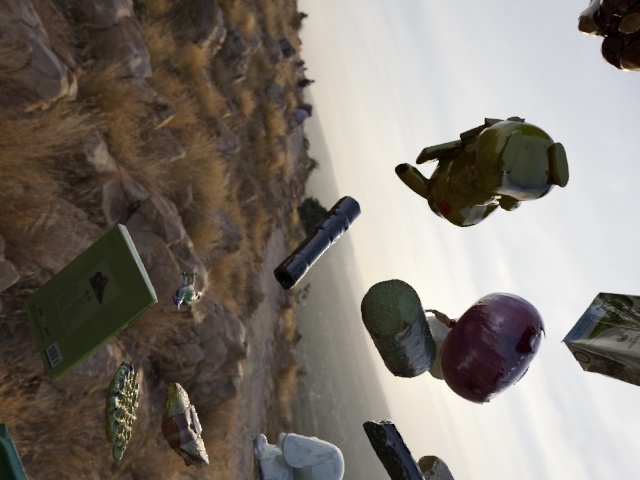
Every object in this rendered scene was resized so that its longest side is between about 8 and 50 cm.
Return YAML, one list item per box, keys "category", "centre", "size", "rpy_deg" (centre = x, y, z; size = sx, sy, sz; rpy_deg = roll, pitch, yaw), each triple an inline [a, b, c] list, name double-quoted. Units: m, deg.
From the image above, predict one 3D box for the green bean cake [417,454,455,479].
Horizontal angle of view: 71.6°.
- category: "green bean cake"
  centre: [0.331, 0.713, 1.248]
  size: [0.109, 0.085, 0.179]
  rpy_deg: [-21, 86, -49]

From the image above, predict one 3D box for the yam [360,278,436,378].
- category: "yam"
  centre: [0.210, 0.240, 1.161]
  size: [0.161, 0.161, 0.268]
  rpy_deg: [-102, 169, -48]

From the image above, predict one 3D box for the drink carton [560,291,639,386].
- category: "drink carton"
  centre: [0.772, 0.237, 1.027]
  size: [0.132, 0.194, 0.324]
  rpy_deg: [51, -16, -12]

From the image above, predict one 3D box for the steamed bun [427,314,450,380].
- category: "steamed bun"
  centre: [0.472, 0.411, 1.716]
  size: [0.170, 0.152, 0.239]
  rpy_deg: [-45, 113, -46]

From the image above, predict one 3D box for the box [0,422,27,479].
- category: "box"
  centre: [-0.577, 0.512, 0.715]
  size: [0.337, 0.264, 0.106]
  rpy_deg: [46, -28, 27]

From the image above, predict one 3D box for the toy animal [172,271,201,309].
- category: "toy animal"
  centre: [-0.297, 0.108, 1.012]
  size: [0.217, 0.041, 0.075]
  rpy_deg: [157, -66, -85]

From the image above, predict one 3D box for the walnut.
- category: "walnut"
  centre: [0.613, -0.439, 0.775]
  size: [0.222, 0.269, 0.244]
  rpy_deg: [57, -1, -21]

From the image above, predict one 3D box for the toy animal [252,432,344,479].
- category: "toy animal"
  centre: [-0.077, 0.693, 1.353]
  size: [0.249, 0.289, 0.174]
  rpy_deg: [67, -11, -16]

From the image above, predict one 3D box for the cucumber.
- category: "cucumber"
  centre: [0.184, 0.513, 1.005]
  size: [0.241, 0.074, 0.074]
  rpy_deg: [57, -5, 33]

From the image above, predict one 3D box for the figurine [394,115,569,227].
- category: "figurine"
  centre: [0.300, -0.126, 0.875]
  size: [0.326, 0.218, 0.169]
  rpy_deg: [139, -39, -63]

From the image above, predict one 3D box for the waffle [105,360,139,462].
- category: "waffle"
  centre: [-0.543, 0.451, 1.206]
  size: [0.204, 0.054, 0.224]
  rpy_deg: [-112, -155, -71]

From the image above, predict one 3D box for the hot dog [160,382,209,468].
- category: "hot dog"
  centre: [-0.412, 0.549, 1.302]
  size: [0.123, 0.093, 0.262]
  rpy_deg: [51, 17, -76]

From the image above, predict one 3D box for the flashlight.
- category: "flashlight"
  centre: [0.000, 0.000, 1.431]
  size: [0.424, 0.103, 0.103]
  rpy_deg: [-48, 131, -39]

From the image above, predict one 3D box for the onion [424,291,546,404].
- category: "onion"
  centre: [0.507, 0.301, 1.366]
  size: [0.345, 0.358, 0.358]
  rpy_deg: [62, 2, 14]

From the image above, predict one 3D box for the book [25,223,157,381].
- category: "book"
  centre: [-0.575, 0.154, 1.098]
  size: [0.239, 0.352, 0.035]
  rpy_deg: [57, 10, 21]
